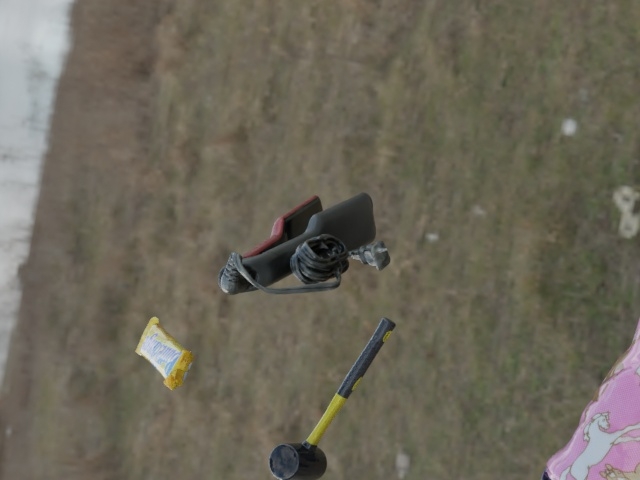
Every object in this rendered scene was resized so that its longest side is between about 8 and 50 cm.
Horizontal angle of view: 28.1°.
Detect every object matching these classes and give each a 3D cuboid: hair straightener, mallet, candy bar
[{"bbox_3d":[0.000,0.000,0.856,0.230,0.089,0.047,-21,-73,-70],"label":"hair straightener"},{"bbox_3d":[0.022,0.160,1.262,0.039,0.062,0.189,36,90,30],"label":"mallet"},{"bbox_3d":[-0.146,0.105,1.191,0.040,0.018,0.161,-62,20,-2],"label":"candy bar"}]

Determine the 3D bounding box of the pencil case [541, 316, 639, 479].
[{"bbox_3d":[0.337,0.073,1.070,0.167,0.160,0.386,27,89,49],"label":"pencil case"}]
